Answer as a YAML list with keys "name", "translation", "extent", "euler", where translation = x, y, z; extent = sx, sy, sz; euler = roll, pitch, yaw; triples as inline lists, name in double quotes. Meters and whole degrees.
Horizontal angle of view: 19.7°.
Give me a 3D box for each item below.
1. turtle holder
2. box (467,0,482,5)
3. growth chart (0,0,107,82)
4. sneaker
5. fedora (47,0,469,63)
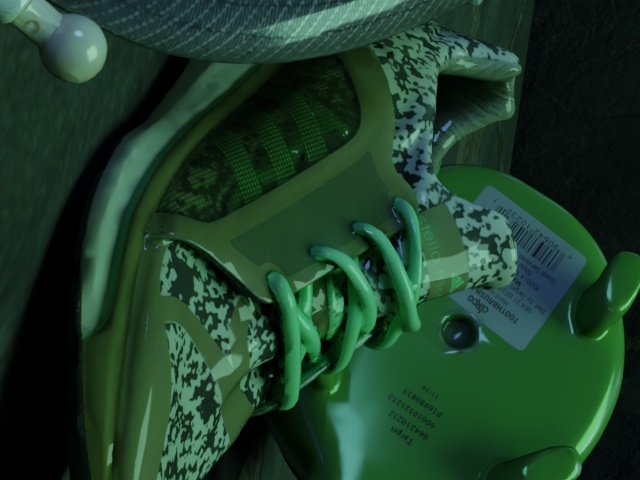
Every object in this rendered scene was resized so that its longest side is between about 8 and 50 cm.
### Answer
- name: "turtle holder"
  translation: [0.071, 0.116, 1.276]
  extent: [0.227, 0.243, 0.320]
  euler: [123, -25, -67]
- name: "box"
  translation: [0.045, -0.223, 0.783]
  extent: [0.181, 0.119, 0.182]
  euler: [67, 45, -77]
- name: "growth chart"
  translation: [-0.071, -0.179, 0.421]
  extent: [0.021, 0.172, 0.237]
  euler: [-2, -121, 55]
- name: "sneaker"
  translation: [0.000, 0.000, 0.874]
  extent: [0.158, 0.182, 0.410]
  euler: [92, 15, -47]
- name: "fedora"
  translation: [-0.031, -0.170, 0.532]
  extent: [0.275, 0.244, 0.124]
  euler: [-44, -168, -22]
